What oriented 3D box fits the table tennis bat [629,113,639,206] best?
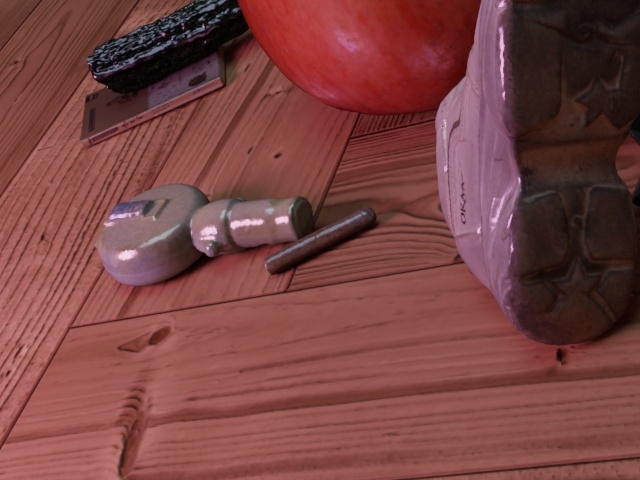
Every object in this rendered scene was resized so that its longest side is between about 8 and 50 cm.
[{"bbox_3d":[0.295,-0.095,1.150,0.095,0.014,0.158,24,65,-1],"label":"table tennis bat"}]

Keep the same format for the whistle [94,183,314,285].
[{"bbox_3d":[-0.127,-0.013,1.351,0.258,0.067,0.126,-4,39,30],"label":"whistle"}]

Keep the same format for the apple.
[{"bbox_3d":[0.071,-0.319,1.402,0.364,0.364,0.364,-20,32,13],"label":"apple"}]

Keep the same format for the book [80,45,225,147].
[{"bbox_3d":[-0.215,-0.192,1.732,0.199,0.016,0.138,-23,31,8],"label":"book"}]

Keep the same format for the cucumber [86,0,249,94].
[{"bbox_3d":[-0.167,-0.265,1.717,0.265,0.077,0.077,-26,31,0],"label":"cucumber"}]

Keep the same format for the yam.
[{"bbox_3d":[0.000,0.000,1.276,0.116,0.021,0.021,-28,31,0],"label":"yam"}]

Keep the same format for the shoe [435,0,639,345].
[{"bbox_3d":[0.154,-0.108,1.052,0.132,0.341,0.210,-5,17,-18],"label":"shoe"}]
